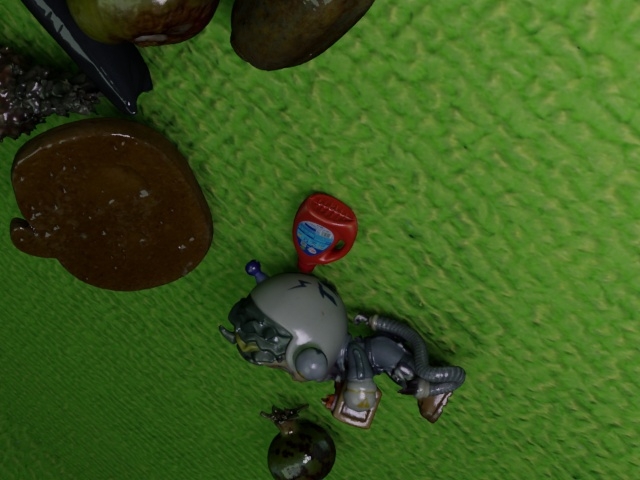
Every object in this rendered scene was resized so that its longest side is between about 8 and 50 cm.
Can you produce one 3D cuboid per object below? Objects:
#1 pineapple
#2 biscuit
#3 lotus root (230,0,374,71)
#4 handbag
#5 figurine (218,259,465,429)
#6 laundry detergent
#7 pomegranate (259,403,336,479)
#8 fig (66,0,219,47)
[{"bbox_3d":[-0.477,-0.229,1.273,0.361,0.175,0.175,10,135,32],"label":"pineapple"},{"bbox_3d":[-0.348,-0.045,1.319,0.314,0.063,0.367,-15,138,5],"label":"biscuit"},{"bbox_3d":[-0.014,-0.273,0.901,0.123,0.124,0.241,52,141,-2],"label":"lotus root"},{"bbox_3d":[-0.317,-0.290,1.094,0.089,0.211,0.254,-35,107,7],"label":"handbag"},{"bbox_3d":[0.022,0.181,1.306,0.382,0.186,0.261,28,168,2],"label":"figurine"},{"bbox_3d":[0.000,0.000,1.241,0.097,0.049,0.165,28,144,5],"label":"laundry detergent"},{"bbox_3d":[-0.043,0.419,1.652,0.149,0.149,0.169,-8,87,43],"label":"pomegranate"},{"bbox_3d":[-0.207,-0.321,0.963,0.181,0.181,0.190,22,109,19],"label":"fig"}]
